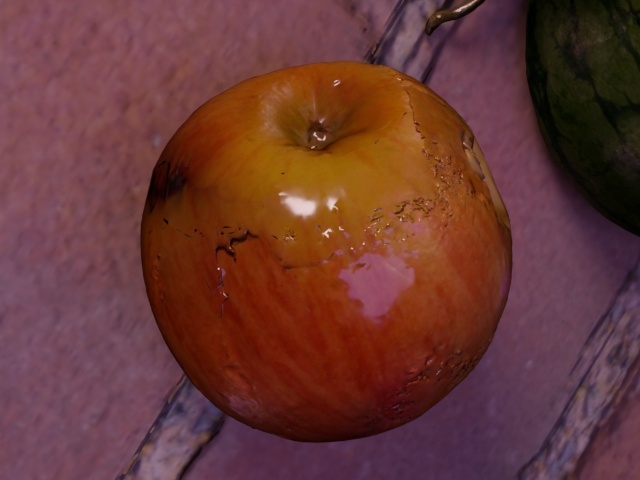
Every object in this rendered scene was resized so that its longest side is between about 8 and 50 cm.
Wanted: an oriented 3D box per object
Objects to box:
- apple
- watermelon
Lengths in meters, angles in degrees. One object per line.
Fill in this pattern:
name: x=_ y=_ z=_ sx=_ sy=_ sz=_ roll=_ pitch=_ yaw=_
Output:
apple: x=0.000 y=0.000 z=0.575 sx=0.146 sy=0.146 sz=0.146 roll=-12 pitch=113 yaw=-29
watermelon: x=0.197 y=-0.090 z=0.678 sx=0.232 sy=0.127 sz=0.204 roll=42 pitch=87 yaw=-30
